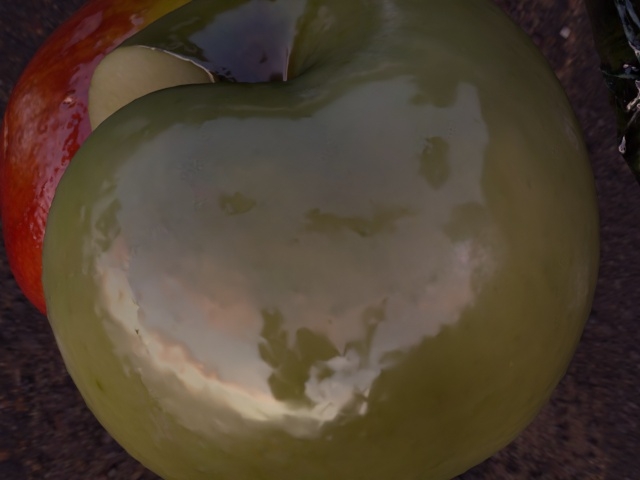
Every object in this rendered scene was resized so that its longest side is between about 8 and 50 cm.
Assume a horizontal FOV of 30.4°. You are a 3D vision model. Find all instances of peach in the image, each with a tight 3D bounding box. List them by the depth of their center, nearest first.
[{"bbox_3d":[-0.091,-0.060,0.992,0.370,0.370,0.370,0,85,1],"label":"peach"}]

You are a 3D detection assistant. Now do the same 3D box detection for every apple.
[{"bbox_3d":[0.000,0.000,0.613,0.292,0.292,0.254,-26,123,-1],"label":"apple"}]

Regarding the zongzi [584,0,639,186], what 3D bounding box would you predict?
[{"bbox_3d":[0.345,-0.258,1.005,0.383,0.362,0.319,-30,73,38],"label":"zongzi"}]
